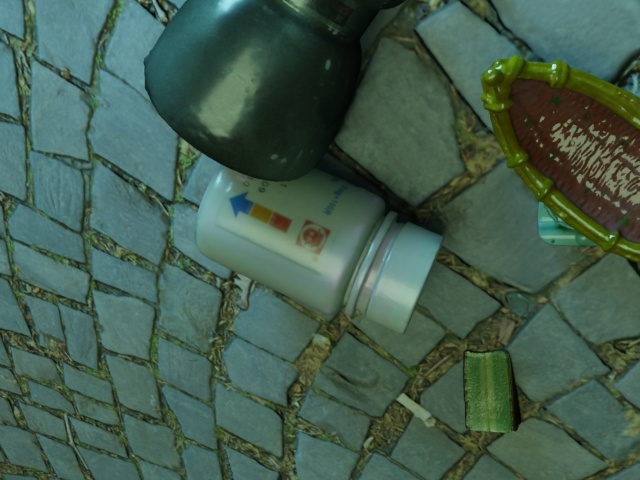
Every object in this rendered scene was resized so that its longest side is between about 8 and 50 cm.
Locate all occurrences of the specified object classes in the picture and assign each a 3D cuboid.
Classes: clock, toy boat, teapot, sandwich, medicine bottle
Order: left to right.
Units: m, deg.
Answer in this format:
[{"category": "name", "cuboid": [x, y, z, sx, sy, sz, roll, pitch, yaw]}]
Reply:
[{"category": "teapot", "cuboid": [-0.066, -0.248, 0.616, 0.305, 0.223, 0.285, 28, 119, -20]}, {"category": "medicine bottle", "cuboid": [0.000, 0.000, 0.762, 0.293, 0.170, 0.170, 24, 124, 11]}, {"category": "sandwich", "cuboid": [0.255, 0.219, 0.875, 0.074, 0.074, 0.116, -4, 83, 26]}, {"category": "clock", "cuboid": [0.301, -0.058, 0.675, 0.101, 0.041, 0.134, -1, 117, 24]}, {"category": "toy boat", "cuboid": [0.289, -0.073, 0.594, 0.318, 0.099, 0.141, 39, 119, -1]}]
